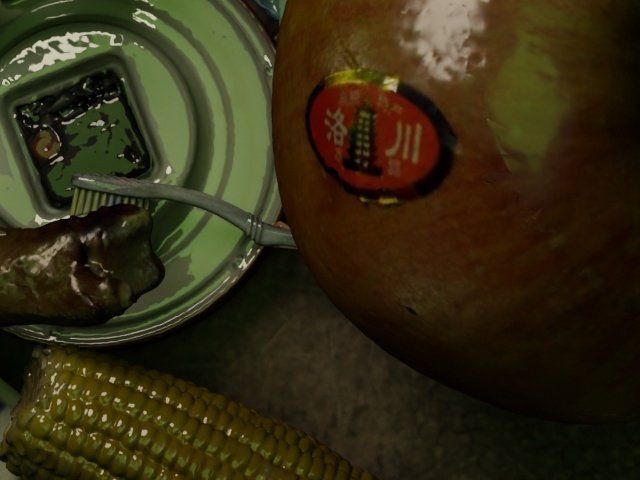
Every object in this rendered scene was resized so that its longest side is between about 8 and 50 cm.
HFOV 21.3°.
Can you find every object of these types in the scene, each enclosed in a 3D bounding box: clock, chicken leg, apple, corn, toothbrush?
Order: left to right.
[{"bbox_3d":[-0.306,0.049,1.172,0.361,0.140,0.211,-2,45,23],"label":"chicken leg"},{"bbox_3d":[-0.173,-0.075,1.280,0.318,0.080,0.319,0,85,2],"label":"clock"},{"bbox_3d":[-0.064,0.183,1.206,0.344,0.131,0.131,28,87,-11],"label":"corn"},{"bbox_3d":[0.000,0.000,1.253,0.375,0.028,0.037,11,98,-12],"label":"toothbrush"},{"bbox_3d":[0.152,-0.082,1.138,0.400,0.333,0.400,0,90,-32],"label":"apple"}]

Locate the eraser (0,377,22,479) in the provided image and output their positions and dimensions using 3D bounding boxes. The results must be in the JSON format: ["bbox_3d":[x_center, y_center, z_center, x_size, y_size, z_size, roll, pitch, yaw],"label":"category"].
[{"bbox_3d":[-0.321,0.212,1.226,0.124,0.081,0.279,37,69,3],"label":"eraser"}]

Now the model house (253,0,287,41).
[{"bbox_3d":[-0.005,-0.208,1.272,0.148,0.119,0.149,-5,93,0],"label":"model house"}]
